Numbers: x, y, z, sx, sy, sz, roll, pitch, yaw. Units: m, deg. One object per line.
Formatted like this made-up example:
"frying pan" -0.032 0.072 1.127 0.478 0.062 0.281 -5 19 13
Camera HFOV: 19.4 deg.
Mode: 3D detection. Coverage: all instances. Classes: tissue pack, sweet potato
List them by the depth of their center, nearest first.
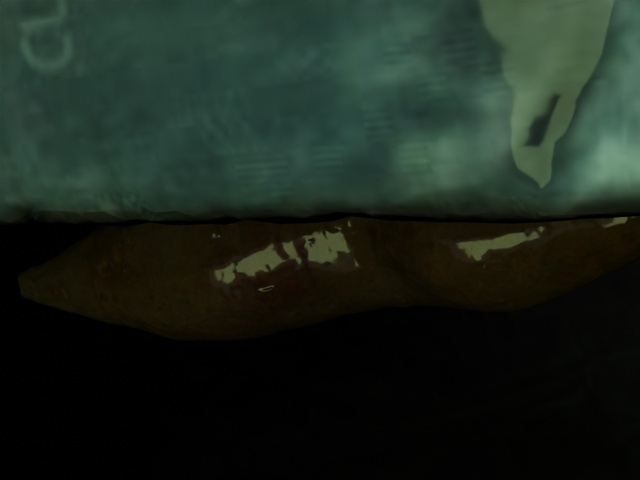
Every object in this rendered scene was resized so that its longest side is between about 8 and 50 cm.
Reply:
"tissue pack" -0.053 -0.132 0.466 0.361 0.122 0.259 1 99 33
"sweet potato" 0.002 -0.001 0.529 0.218 0.065 0.051 -8 99 36
